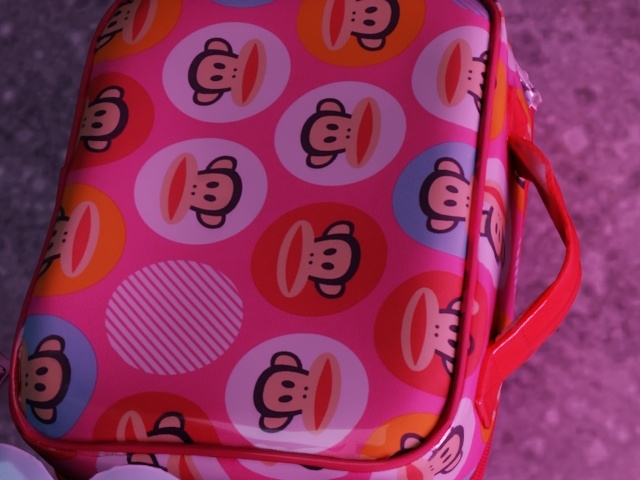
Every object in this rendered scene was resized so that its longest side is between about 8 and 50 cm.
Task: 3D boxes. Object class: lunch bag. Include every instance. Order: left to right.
[{"bbox_3d":[0.000,0.000,0.962,0.258,0.120,0.293,2,59,16],"label":"lunch bag"}]

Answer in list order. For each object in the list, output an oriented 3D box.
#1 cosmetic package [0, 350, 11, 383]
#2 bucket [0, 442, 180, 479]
[{"bbox_3d":[-0.266,0.133,1.016,0.060,0.099,0.239,33,82,24],"label":"cosmetic package"},{"bbox_3d":[-0.123,0.206,0.859,0.281,0.281,0.183,3,72,17],"label":"bucket"}]
